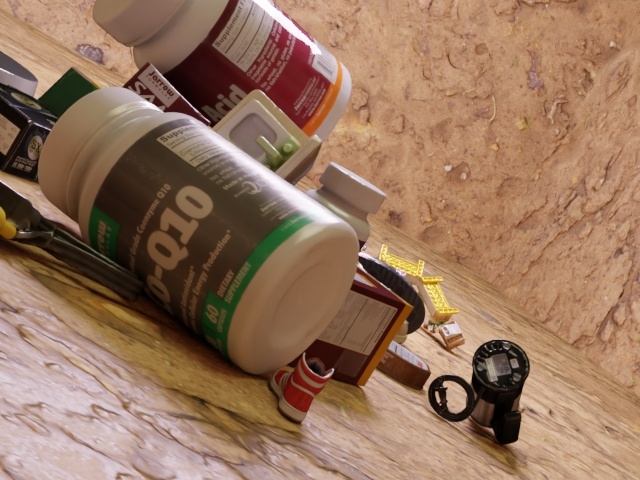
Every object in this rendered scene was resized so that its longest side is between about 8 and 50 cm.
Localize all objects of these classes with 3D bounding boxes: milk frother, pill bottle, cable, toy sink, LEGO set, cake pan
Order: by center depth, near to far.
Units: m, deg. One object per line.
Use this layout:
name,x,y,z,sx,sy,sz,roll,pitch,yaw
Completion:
cable,-0.319,-0.003,1.301,0.139,0.072,0.287,14,-21,46
pill bottle,-0.149,-0.022,1.439,0.361,0.204,0.204,35,7,26
toy sink,-0.102,-0.118,1.803,0.131,0.153,0.234,45,-7,1
milk frother,0.229,0.229,1.815,0.143,0.129,0.134,5,-33,5
pill bottle,0.000,0.000,1.863,0.121,0.221,0.121,31,7,-4
pill bottle,-0.157,-0.306,1.984,0.392,0.224,0.224,37,3,-30
cake pan,-0.617,-0.320,2.145,0.293,0.054,0.293,31,6,-4
LEGO set,0.173,0.121,2.453,0.287,0.107,0.132,38,42,11

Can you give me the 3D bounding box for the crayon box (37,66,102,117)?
crayon box,-0.269,-0.112,1.831,0.323,0.083,0.203,37,-11,42

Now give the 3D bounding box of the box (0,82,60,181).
box,-0.421,-0.153,1.707,0.180,0.077,0.147,36,7,31

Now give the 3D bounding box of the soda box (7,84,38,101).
soda box,-0.456,-0.186,1.897,0.060,0.053,0.169,28,8,-31

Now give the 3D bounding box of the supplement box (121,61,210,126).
supplement box,-0.255,-0.196,1.903,0.130,0.073,0.239,45,-9,-11

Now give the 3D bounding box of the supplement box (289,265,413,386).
supplement box,-0.023,0.074,1.620,0.191,0.129,0.194,37,8,40

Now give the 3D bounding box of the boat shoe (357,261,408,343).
boat shoe,0.025,0.064,2.031,0.302,0.098,0.109,32,6,7

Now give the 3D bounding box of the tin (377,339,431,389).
tin,0.083,0.162,1.869,0.190,0.040,0.106,32,11,1

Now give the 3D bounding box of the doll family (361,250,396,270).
doll family,0.075,0.048,2.285,0.263,0.118,0.163,33,7,11

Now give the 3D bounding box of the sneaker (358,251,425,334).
sneaker,0.043,0.052,2.153,0.319,0.112,0.131,32,9,-5

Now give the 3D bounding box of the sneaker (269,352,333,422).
sneaker,-0.020,0.150,1.348,0.042,0.067,0.118,29,6,-14
